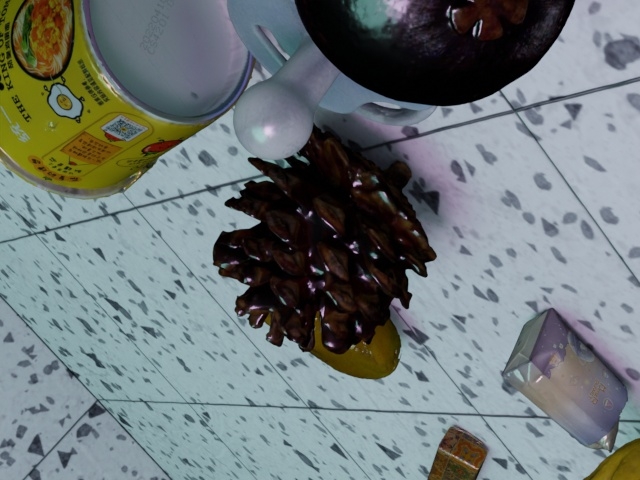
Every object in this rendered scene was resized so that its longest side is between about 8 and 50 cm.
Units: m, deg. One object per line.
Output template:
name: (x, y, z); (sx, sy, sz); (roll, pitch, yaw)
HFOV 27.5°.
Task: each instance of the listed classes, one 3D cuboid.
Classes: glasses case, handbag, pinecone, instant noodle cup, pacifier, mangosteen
glasses case: (0.222, 0.382, 2.161); (0.075, 0.049, 0.218); (27, 151, 13)
handbag: (0.316, 0.186, 1.668); (0.173, 0.117, 0.095); (43, 134, -9)
pinecone: (-0.006, 0.002, 1.664); (0.242, 0.295, 0.298); (12, -153, -38)
instant noodle cup: (-0.249, -0.232, 1.610); (0.254, 0.325, 0.325); (-15, 120, 48)
pacifier: (-0.004, -0.174, 1.425); (0.299, 0.233, 0.244); (5, 139, 52)
mangosteen: (0.089, -0.268, 1.184); (0.275, 0.275, 0.302); (64, 179, -38)

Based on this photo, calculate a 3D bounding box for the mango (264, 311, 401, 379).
mango: (0.012, 0.114, 1.935); (0.249, 0.156, 0.151); (39, 117, 2)

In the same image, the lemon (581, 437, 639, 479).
lemon: (0.458, 0.371, 1.578); (0.297, 0.297, 0.297); (32, 152, 19)
